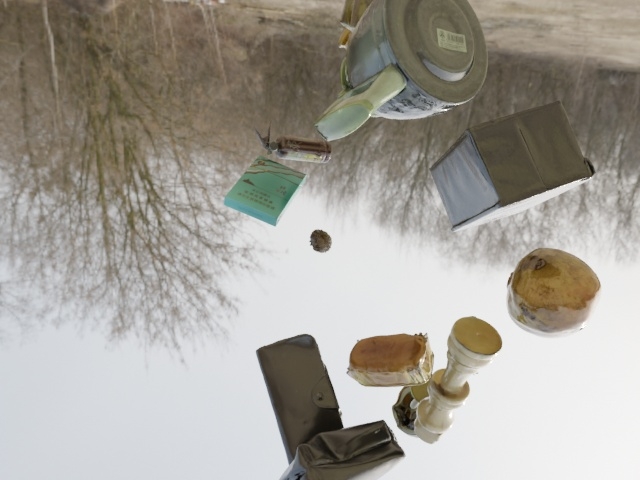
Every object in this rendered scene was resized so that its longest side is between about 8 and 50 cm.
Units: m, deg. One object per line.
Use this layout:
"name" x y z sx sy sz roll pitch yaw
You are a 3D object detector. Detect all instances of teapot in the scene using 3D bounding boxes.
"teapot" 0.140 -0.292 0.950 0.239 0.322 0.239 23 160 -26

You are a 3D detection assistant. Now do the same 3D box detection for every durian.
"durian" 0.000 0.000 1.689 0.080 0.091 0.080 -5 -130 7

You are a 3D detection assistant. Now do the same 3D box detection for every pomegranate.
"pomegranate" 0.694 0.154 1.553 0.281 0.281 0.281 6 -161 -2

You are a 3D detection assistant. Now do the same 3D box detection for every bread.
"bread" 0.200 0.345 1.501 0.241 0.107 0.136 -11 -142 32

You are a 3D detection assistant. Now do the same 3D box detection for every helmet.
"helmet" 0.392 0.679 2.035 0.198 0.130 0.224 -28 -152 23

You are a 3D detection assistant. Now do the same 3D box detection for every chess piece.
"chess piece" 0.309 0.362 1.249 0.117 0.397 0.117 9 -144 -6

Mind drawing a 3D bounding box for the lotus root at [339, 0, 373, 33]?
"lotus root" 0.207 -0.607 1.200 0.250 0.346 0.250 21 -157 -9

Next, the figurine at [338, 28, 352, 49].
"figurine" 0.162 -0.540 1.460 0.228 0.215 0.215 37 -157 4

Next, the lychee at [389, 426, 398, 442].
"lychee" 0.199 0.678 1.743 0.123 0.123 0.129 -6 -128 -31

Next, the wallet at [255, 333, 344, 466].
"wallet" -0.049 0.467 1.496 0.197 0.378 0.051 -19 170 7

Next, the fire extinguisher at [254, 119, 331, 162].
"fire extinguisher" -0.093 -0.307 1.624 0.252 0.106 0.075 2 171 -25

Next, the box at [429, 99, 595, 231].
"box" 0.467 -0.175 1.333 0.251 0.205 0.345 -18 173 -8

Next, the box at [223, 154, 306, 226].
"box" -0.154 -0.148 1.486 0.162 0.041 0.229 23 -136 5

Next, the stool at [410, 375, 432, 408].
"stool" 0.369 0.535 1.830 0.134 0.110 0.135 38 -110 17

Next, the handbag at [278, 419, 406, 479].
"handbag" 0.024 0.595 1.317 0.342 0.288 0.152 3 -137 -41
